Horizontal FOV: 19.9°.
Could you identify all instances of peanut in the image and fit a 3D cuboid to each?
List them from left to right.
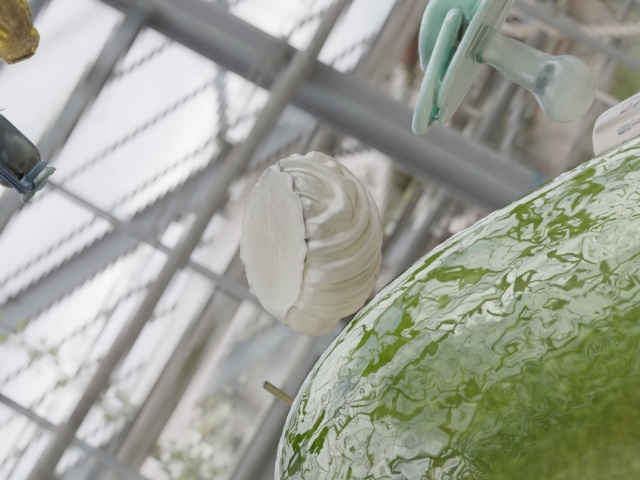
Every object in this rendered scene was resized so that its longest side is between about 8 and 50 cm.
[{"bbox_3d":[-0.411,-0.307,2.213,0.087,0.087,0.207,-53,-53,-45],"label":"peanut"}]

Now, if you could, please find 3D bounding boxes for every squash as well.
[{"bbox_3d":[0.117,0.100,1.080,0.310,0.308,0.310,168,90,-81],"label":"squash"}]

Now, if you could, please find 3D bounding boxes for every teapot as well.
[{"bbox_3d":[-0.276,-0.076,1.616,0.049,0.083,0.063,-50,7,-15],"label":"teapot"}]

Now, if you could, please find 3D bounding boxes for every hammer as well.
[{"bbox_3d":[0.007,0.240,2.439,0.060,0.195,0.028,-49,12,39],"label":"hammer"}]

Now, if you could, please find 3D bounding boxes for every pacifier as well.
[{"bbox_3d":[0.262,-0.246,2.602,0.288,0.269,0.343,-60,-9,0],"label":"pacifier"}]

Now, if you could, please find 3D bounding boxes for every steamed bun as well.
[{"bbox_3d":[0.000,0.000,1.767,0.106,0.183,0.183,-2,-47,-29],"label":"steamed bun"}]

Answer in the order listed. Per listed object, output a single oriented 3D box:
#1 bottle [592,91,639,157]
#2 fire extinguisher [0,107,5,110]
[{"bbox_3d":[0.346,-0.112,1.580,0.209,0.097,0.110,-30,0,42],"label":"bottle"},{"bbox_3d":[-0.373,-0.173,1.814,0.056,0.132,0.039,-30,17,9],"label":"fire extinguisher"}]
